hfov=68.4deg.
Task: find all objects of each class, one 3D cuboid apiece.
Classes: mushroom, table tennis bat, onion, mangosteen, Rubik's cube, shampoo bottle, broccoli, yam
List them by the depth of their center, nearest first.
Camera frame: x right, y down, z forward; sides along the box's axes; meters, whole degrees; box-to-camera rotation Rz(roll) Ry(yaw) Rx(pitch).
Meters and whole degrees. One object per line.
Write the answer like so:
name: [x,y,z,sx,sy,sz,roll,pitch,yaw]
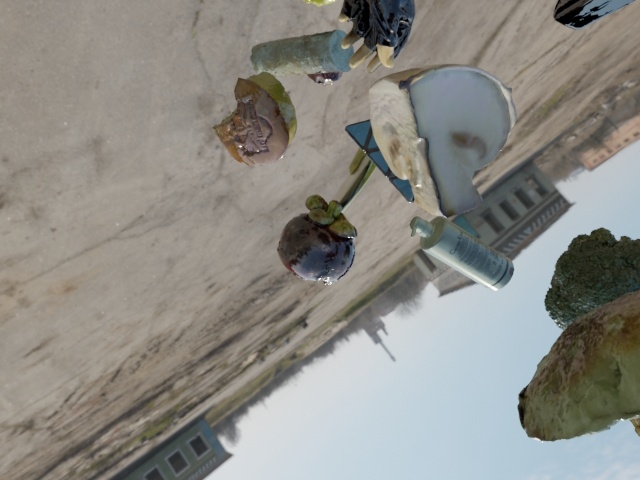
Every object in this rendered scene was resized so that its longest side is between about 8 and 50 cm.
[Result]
mushroom: [0.185,-0.175,0.732,0.162,0.236,0.173,-26,-150,-5]
mangosteen: [0.000,0.000,0.990,0.180,0.166,0.166,-68,162,13]
Rubik's cube: [0.133,-0.203,1.012,0.190,0.178,0.211,-161,-90,-87]
shampoo bottle: [0.306,0.019,1.044,0.085,0.262,0.085,-51,-160,27]
broccoli: [0.719,0.132,1.126,0.283,0.321,0.303,4,-177,-36]
yam: [-0.050,-0.440,1.126,0.259,0.093,0.093,9,-159,35]
table tennis bat: [0.089,-0.162,1.182,0.224,0.054,0.369,-48,-170,39]
onion: [0.012,-0.483,1.321,0.107,0.107,0.097,-29,130,-40]

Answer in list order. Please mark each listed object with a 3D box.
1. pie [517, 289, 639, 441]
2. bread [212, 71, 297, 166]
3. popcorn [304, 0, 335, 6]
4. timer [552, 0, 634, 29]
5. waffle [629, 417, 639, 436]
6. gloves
pie: [0.346,0.147,0.561,0.257,0.105,0.274,-38,161,-17]
bread: [-0.101,-0.191,0.781,0.156,0.125,0.086,-41,-168,46]
popcorn: [0.003,-0.664,1.078,0.256,0.254,0.195,127,-23,-73]
timer: [0.251,-0.271,0.355,0.144,0.055,0.187,-98,-150,-81]
waffle: [0.853,0.432,1.106,0.058,0.238,0.243,16,118,-27]
gloves: [0.096,-0.384,0.805,0.124,0.164,0.203,-16,150,-5]
